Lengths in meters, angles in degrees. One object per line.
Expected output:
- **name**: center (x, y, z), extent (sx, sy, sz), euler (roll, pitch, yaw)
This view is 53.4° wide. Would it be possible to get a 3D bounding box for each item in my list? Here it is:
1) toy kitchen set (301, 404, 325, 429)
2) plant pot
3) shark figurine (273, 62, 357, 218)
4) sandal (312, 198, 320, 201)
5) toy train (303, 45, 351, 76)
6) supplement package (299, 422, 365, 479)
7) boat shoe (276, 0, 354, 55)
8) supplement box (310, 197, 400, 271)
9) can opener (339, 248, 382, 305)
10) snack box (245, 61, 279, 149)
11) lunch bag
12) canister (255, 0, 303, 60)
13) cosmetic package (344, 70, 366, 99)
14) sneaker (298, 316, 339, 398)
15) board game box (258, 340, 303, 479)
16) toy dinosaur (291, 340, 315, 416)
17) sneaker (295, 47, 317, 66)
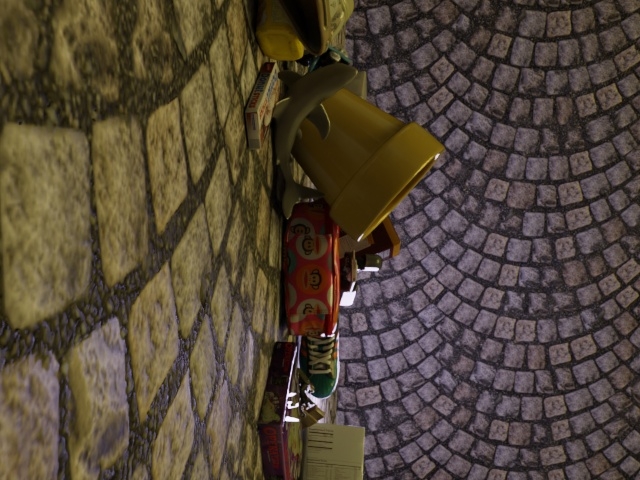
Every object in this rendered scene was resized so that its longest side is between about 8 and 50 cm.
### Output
- **toy kitchen set**: center (-0.040, 0.402, 1.543), extent (0.068, 0.083, 0.075), euler (44, 26, -20)
- **plant pot**: center (0.073, -0.166, 1.250), extent (0.254, 0.239, 0.254), euler (-45, 174, -6)
- **shark figurine**: center (-0.058, -0.194, 1.121), extent (0.116, 0.166, 0.278), euler (-22, 135, -57)
- **sandal**: center (0.000, 0.000, 1.788), extent (0.120, 0.086, 0.302), euler (73, 4, -57)
- **toy train**: center (-0.003, -0.323, 1.307), extent (0.184, 0.080, 0.105), euler (-53, -174, 44)
- **supplement package**: center (0.019, 0.581, 1.598), extent (0.194, 0.150, 0.203), euler (108, -12, -63)
- **boat shoe**: center (-0.036, -0.372, 0.854), extent (0.285, 0.105, 0.089), euler (45, 63, -51)
- **supplement box**: center (0.077, -0.024, 1.617), extent (0.129, 0.194, 0.191), euler (73, -6, -75)
- **can opener**: center (0.088, 0.092, 1.488), extent (0.283, 0.095, 0.075), euler (92, -3, -72)
- **snack box**: center (-0.089, -0.213, 0.989), extent (0.178, 0.022, 0.064), euler (-81, 171, -51)
- **lunch bag**: center (-0.018, 0.061, 1.420), extent (0.258, 0.120, 0.292), euler (-74, 165, -88)
- **canister**: center (-0.058, -0.386, 1.004), extent (0.126, 0.074, 0.169), euler (50, 43, -81)
- **cosmetic package**: center (0.057, -0.361, 1.832), extent (0.365, 0.155, 0.196), euler (-76, 166, -65)
- **sneaker**: center (-0.005, 0.249, 1.611), extent (0.121, 0.108, 0.301), euler (82, 6, -80)
- **board game box**: center (-0.073, 0.397, 1.272), extent (0.208, 0.056, 0.346), euler (-74, 166, -53)
- **toy dinosaur**: center (-0.050, 0.328, 1.428), extent (0.268, 0.064, 0.118), euler (82, -3, -61)
- **sneaker**: center (-0.027, -0.394, 1.295), extent (0.222, 0.083, 0.118), euler (-77, 173, -52)
